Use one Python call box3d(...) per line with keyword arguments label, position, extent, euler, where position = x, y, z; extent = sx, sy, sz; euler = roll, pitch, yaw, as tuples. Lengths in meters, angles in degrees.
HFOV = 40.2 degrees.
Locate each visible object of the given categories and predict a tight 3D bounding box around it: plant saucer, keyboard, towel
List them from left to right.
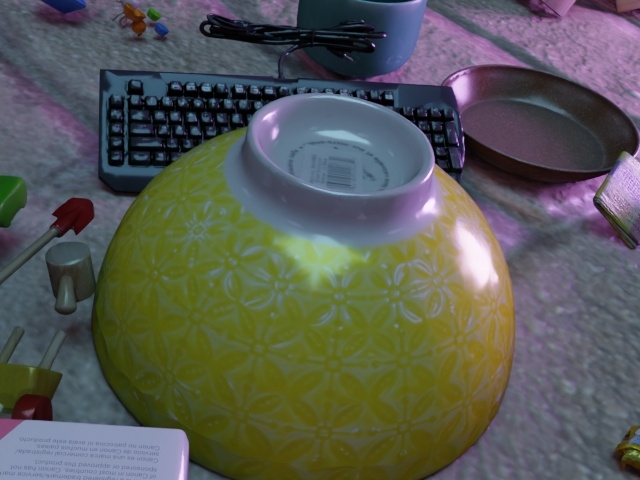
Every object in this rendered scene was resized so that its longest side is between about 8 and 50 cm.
box3d(label="keyboard", position=(-0.031, -0.127, 0.768), extent=(0.317, 0.033, 0.201), euler=(0, 61, -14))
box3d(label="plant saucer", position=(0.209, -0.111, 0.858), extent=(0.199, 0.036, 0.198), euler=(7, 39, -5))
box3d(label="towel", position=(0.272, -0.037, 0.772), extent=(0.060, 0.009, 0.083), euler=(45, 53, -6))

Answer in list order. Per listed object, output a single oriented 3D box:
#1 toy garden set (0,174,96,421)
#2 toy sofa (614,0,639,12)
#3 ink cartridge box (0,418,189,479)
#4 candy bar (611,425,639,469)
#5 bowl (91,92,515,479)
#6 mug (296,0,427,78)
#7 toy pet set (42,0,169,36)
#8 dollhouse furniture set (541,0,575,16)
box3d(label="toy garden set", position=(-0.230, 0.044, 0.530), extent=(0.204, 0.049, 0.244), euler=(4, 36, 7))
box3d(label="toy sofa", position=(0.483, -0.444, 1.286), extent=(0.150, 0.177, 0.362), euler=(-8, 35, 15))
box3d(label="ink cartridge box", position=(-0.140, 0.183, 0.351), extent=(0.159, 0.092, 0.217), euler=(6, 36, -7))
box3d(label="candy bar", position=(0.261, 0.161, 0.541), extent=(0.162, 0.018, 0.040), euler=(26, 37, 19))
box3d(label="bowl", position=(0.000, 0.000, 0.568), extent=(0.290, 0.156, 0.289), euler=(7, 39, -5))
box3d(label="mug", position=(0.048, -0.234, 0.923), extent=(0.129, 0.097, 0.158), euler=(33, 42, 26))
box3d(label="toy pet set", position=(-0.237, -0.251, 0.922), extent=(0.114, 0.065, 0.122), euler=(26, 25, -44))
box3d(label="dollhouse furniture set", position=(0.169, -0.470, 1.063), extent=(0.394, 0.362, 0.256), euler=(19, 24, -44))
